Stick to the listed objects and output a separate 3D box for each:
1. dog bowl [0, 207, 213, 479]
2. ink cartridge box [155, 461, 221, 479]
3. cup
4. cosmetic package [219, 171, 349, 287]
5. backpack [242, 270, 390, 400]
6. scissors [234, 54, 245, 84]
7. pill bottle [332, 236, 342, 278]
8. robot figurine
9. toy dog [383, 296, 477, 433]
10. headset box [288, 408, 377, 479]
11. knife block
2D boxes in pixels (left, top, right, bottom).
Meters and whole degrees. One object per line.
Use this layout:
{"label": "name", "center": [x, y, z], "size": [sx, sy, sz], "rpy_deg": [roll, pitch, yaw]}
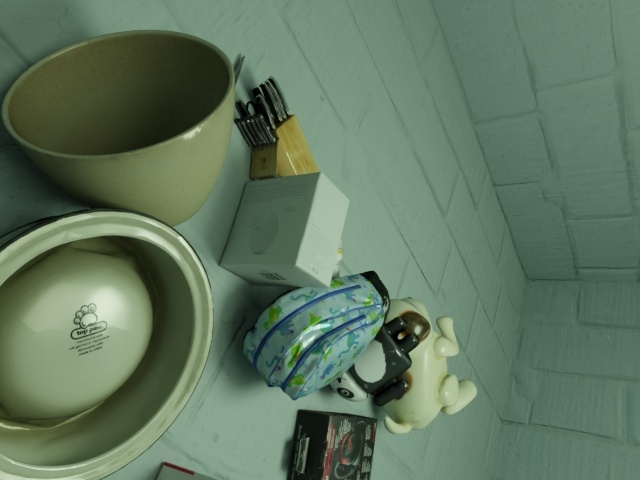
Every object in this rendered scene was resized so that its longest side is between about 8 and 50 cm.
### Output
{"label": "dog bowl", "center": [-0.364, 0.145, 0.764], "size": [0.408, 0.150, 0.407], "rpy_deg": [-17, 113, -48]}
{"label": "ink cartridge box", "center": [-0.201, 0.541, 1.011], "size": [0.237, 0.172, 0.100], "rpy_deg": [52, 48, -40]}
{"label": "cup", "center": [-0.292, -0.154, 0.837], "size": [0.237, 0.331, 0.331], "rpy_deg": [89, 24, -49]}
{"label": "cosmetic package", "center": [-0.078, -0.020, 1.167], "size": [0.138, 0.224, 0.224], "rpy_deg": [38, 59, -47]}
{"label": "backpack", "center": [-0.012, 0.225, 1.221], "size": [0.356, 0.290, 0.273], "rpy_deg": [11, 37, -43]}
{"label": "scissors", "center": [-0.217, -0.301, 1.164], "size": [0.109, 0.021, 0.297], "rpy_deg": [55, 46, -35]}
{"label": "pill bottle", "center": [0.000, 0.000, 1.358], "size": [0.119, 0.119, 0.208], "rpy_deg": [14, 73, -54]}
{"label": "robot figurine", "center": [0.144, 0.330, 1.437], "size": [0.173, 0.278, 0.209], "rpy_deg": [50, 7, -29]}
{"label": "toy dog", "center": [0.276, 0.374, 1.660], "size": [0.395, 0.285, 0.407], "rpy_deg": [-29, 112, -32]}
{"label": "headset box", "center": [0.031, 0.584, 1.393], "size": [0.293, 0.110, 0.218], "rpy_deg": [28, 66, -51]}
{"label": "knife block", "center": [-0.093, -0.259, 1.274], "size": [0.276, 0.088, 0.242], "rpy_deg": [14, 78, -53]}
